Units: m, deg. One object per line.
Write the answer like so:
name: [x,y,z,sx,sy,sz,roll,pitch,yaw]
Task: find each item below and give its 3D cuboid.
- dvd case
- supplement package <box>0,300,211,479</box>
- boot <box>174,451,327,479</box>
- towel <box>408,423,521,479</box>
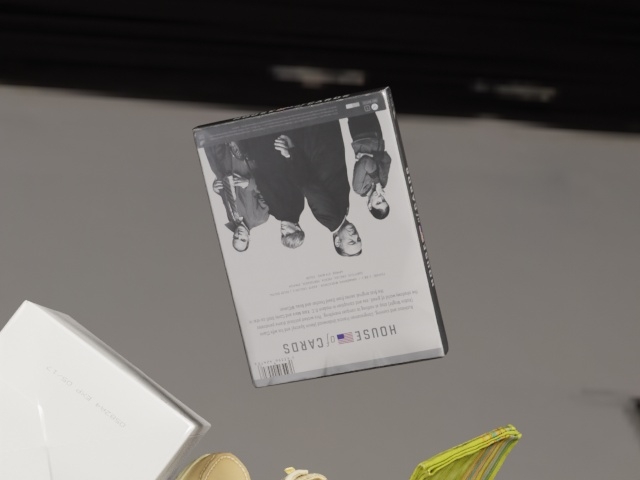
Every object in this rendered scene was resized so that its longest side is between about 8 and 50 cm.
dvd case: [0.000,0.000,1.682,0.029,0.179,0.238,-43,121,-71]
supplement package: [-0.249,0.200,1.891,0.198,0.199,0.262,-53,177,-4]
boot: [-0.064,0.260,1.791,0.203,0.095,0.262,-36,-162,29]
towel: [0.142,0.262,2.082,0.237,0.021,0.102,-10,130,-60]
